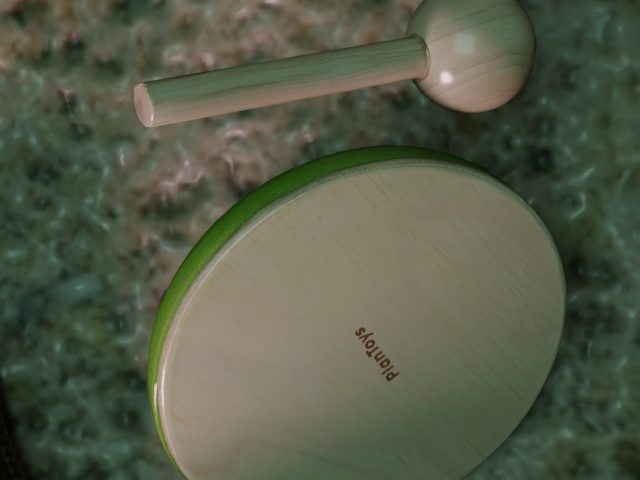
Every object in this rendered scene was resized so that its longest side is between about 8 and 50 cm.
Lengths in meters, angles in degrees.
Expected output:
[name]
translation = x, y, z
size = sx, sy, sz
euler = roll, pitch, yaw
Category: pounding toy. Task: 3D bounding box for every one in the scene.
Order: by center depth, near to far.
[pounding toy]
translation = 0.000, 0.000, 0.781
size = 0.182, 0.110, 0.237
euler = -14, 124, -16

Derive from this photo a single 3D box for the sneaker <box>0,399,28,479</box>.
[sneaker]
translation = -0.182, 0.099, 0.848
size = 0.071, 0.066, 0.188
euler = -24, 83, 12
